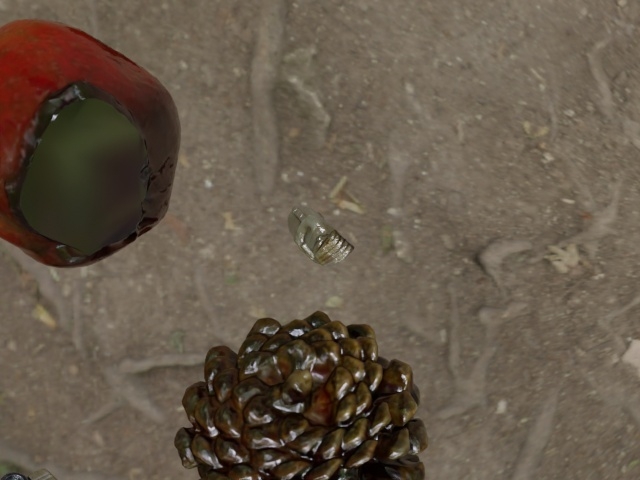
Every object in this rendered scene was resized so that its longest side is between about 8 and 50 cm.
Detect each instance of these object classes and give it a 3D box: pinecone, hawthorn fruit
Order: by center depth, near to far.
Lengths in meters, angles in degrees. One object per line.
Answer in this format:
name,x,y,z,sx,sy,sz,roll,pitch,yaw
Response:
hawthorn fruit,-0.250,-0.096,0.769,0.249,0.215,0.215,36,107,21
pinecone,-0.032,0.324,1.278,0.397,0.397,0.398,-1,88,32

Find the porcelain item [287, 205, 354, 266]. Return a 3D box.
porcelain item,0.000,0.000,1.102,0.084,0.213,0.054,41,91,-13

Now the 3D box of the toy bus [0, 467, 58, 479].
toy bus,-0.532,0.501,1.335,0.157,0.289,0.140,27,114,28
